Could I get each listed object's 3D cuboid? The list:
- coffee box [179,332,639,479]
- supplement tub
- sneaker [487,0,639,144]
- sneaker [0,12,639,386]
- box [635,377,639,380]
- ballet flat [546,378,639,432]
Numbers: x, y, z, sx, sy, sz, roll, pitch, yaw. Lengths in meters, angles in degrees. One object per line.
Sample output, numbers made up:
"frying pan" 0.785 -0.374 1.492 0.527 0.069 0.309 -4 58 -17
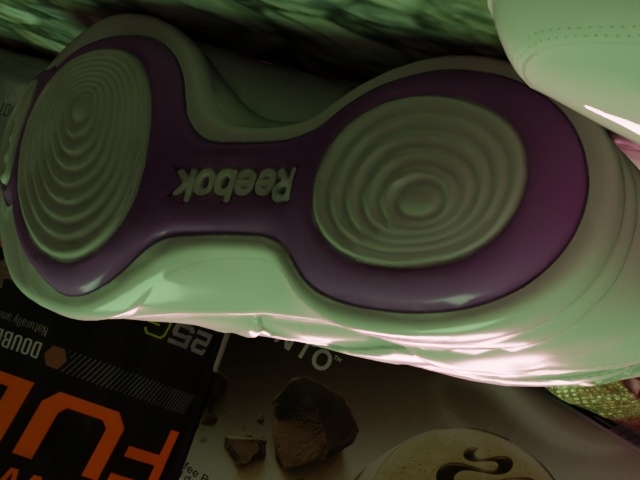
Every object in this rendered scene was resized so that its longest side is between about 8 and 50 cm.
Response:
"coffee box" 0.038 0.120 1.029 0.297 0.168 0.119 32 -175 15
"supplement tub" -0.167 0.087 0.906 0.207 0.338 0.207 19 174 2
"sneaker" 0.132 -0.002 0.322 0.235 0.095 0.090 19 176 21
"sneaker" 0.000 0.000 0.652 0.305 0.114 0.152 14 170 44
"box" 0.274 0.083 0.781 0.201 0.057 0.293 15 173 42
"ballet flat" 0.196 0.077 0.963 0.206 0.073 0.067 19 153 -33
